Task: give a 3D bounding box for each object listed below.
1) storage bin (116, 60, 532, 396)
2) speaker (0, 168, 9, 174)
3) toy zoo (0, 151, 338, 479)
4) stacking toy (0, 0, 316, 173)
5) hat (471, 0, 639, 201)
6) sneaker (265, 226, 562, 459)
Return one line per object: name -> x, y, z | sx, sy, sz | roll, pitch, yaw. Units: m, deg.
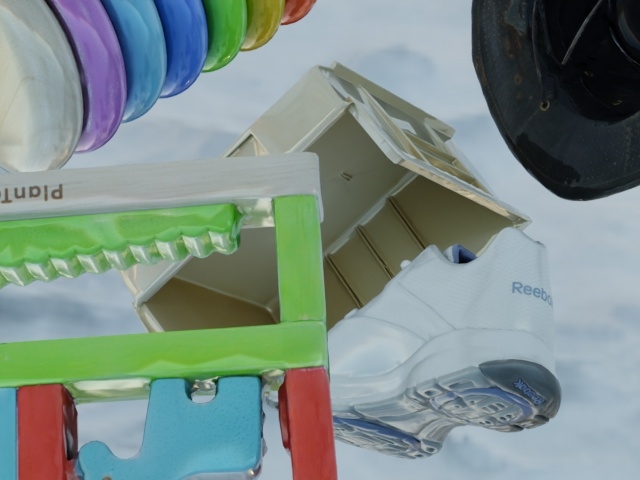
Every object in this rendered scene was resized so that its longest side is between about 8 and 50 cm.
storage bin -> 0.000, 0.000, 1.678 | 0.262, 0.123, 0.260 | -43, 151, 16
speaker -> -0.272, -0.022, 1.502 | 0.055, 0.136, 0.055 | 39, 155, 22
toy zoo -> -0.086, 0.120, 0.569 | 0.192, 0.293, 0.030 | -5, 160, 1
stacking toy -> -0.082, -0.160, 1.284 | 0.330, 0.141, 0.141 | -26, 167, -33
hat -> 0.276, -0.182, 1.697 | 0.134, 0.331, 0.331 | 9, 153, -35
sneaker -> 0.070, 0.076, 1.376 | 0.111, 0.129, 0.297 | 25, 155, -30
